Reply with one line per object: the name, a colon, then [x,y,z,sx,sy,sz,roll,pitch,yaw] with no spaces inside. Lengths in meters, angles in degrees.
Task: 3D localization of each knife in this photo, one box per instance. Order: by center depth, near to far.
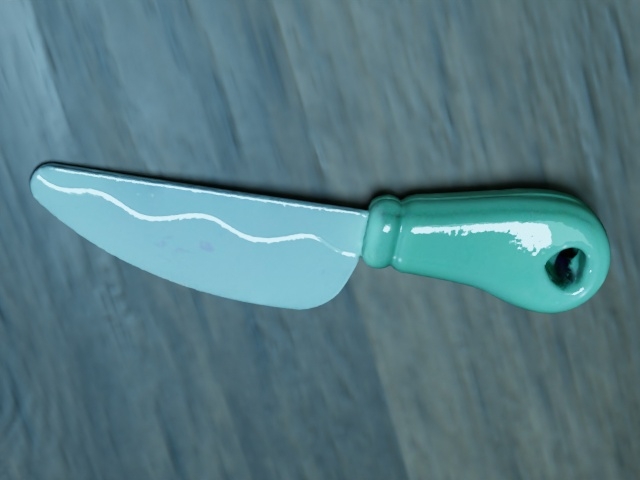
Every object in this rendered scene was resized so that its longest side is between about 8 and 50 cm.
knife: [0.000,0.001,0.769,0.260,0.034,0.063,4,115,-4]
